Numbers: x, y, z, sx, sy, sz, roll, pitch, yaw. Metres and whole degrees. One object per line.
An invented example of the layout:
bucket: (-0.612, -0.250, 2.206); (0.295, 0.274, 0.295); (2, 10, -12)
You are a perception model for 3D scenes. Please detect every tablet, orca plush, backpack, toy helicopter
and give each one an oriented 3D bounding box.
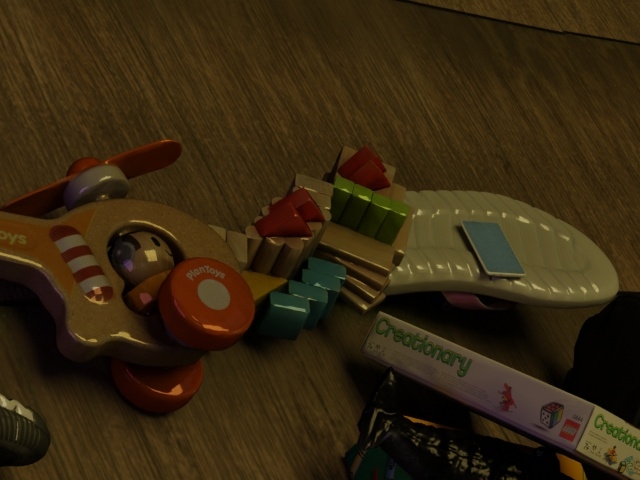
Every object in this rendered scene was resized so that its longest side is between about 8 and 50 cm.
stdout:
tablet: (0.190, 0.009, 1.981); (0.054, 0.006, 0.083); (4, 43, -30)
orca plush: (0.177, 0.206, 1.691); (0.287, 0.102, 0.151); (40, 32, -11)
backpack: (0.477, 0.225, 2.003); (0.355, 0.273, 0.290); (35, 42, -18)
toy helicopter: (-0.234, -0.001, 1.578); (0.355, 0.140, 0.235); (14, 49, -24)

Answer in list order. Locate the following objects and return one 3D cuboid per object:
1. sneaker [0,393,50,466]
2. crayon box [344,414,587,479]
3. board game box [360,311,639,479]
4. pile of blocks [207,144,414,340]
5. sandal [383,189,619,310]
sneaker: (-0.310, 0.162, 1.351); (0.234, 0.078, 0.106); (15, 46, -35)
crayon box: (0.166, 0.282, 1.771); (0.278, 0.081, 0.165); (17, 42, -38)
board game box: (0.205, 0.166, 1.783); (0.193, 0.053, 0.305); (30, -5, -43)
pile of blocks: (0.000, 0.000, 1.793); (0.149, 0.112, 0.362); (37, 40, 14)
sandal: (0.146, 0.025, 2.026); (0.416, 0.102, 0.169); (7, 42, -27)
